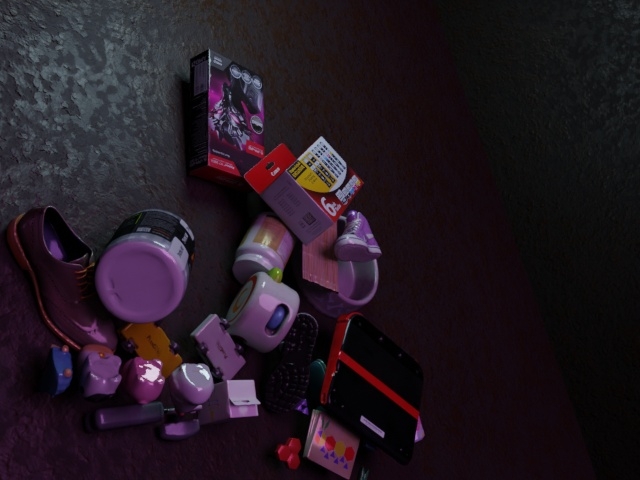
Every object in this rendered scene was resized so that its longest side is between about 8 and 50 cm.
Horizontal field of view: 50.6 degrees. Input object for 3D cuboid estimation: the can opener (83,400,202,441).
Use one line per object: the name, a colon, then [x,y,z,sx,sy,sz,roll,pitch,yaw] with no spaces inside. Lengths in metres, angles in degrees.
can opener: [-0.384,0.412,1.516,0.283,0.076,0.095,6,67,-48]

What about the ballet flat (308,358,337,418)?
ballet flat: [0.021,0.468,1.975,0.087,0.083,0.247,3,76,-49]

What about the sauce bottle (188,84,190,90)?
sauce bottle: [-0.354,-0.478,2.049,0.042,0.042,0.128,57,40,-13]

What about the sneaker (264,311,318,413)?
sneaker: [-0.072,0.338,1.876,0.107,0.124,0.283,20,88,-1]

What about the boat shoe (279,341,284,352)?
boat shoe: [-0.085,0.329,1.963,0.100,0.035,0.035,50,12,-15]

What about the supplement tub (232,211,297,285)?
supplement tub: [-0.159,0.030,1.932,0.144,0.144,0.200,47,42,-24]

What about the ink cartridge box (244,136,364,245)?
ink cartridge box: [-0.042,-0.177,2.004,0.272,0.130,0.309,47,32,-7]

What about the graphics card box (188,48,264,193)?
graphics card box: [-0.274,-0.348,1.999,0.233,0.094,0.371,16,65,-48]

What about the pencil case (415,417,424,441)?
pencil case: [0.245,0.526,2.190,0.124,0.113,0.273,-13,81,-34]

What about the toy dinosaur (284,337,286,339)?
toy dinosaur: [-0.109,0.246,1.969,0.090,0.047,0.082,-15,65,-42]

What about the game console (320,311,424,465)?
game console: [0.163,0.432,2.013,0.386,0.060,0.342,41,46,-26]

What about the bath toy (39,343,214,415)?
bath toy: [-0.402,0.299,1.436,0.348,0.129,0.151,15,31,-27]

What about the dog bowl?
dog bowl: [0.059,0.075,2.210,0.349,0.102,0.349,26,53,-41]

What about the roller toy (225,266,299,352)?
roller toy: [-0.151,0.195,1.798,0.146,0.209,0.191,33,36,-16]

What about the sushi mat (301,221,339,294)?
sushi mat: [0.000,0.000,2.079,0.151,0.019,0.316,23,53,-36]

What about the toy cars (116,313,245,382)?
toy cars: [-0.340,0.252,1.642,0.393,0.087,0.176,14,90,-49]

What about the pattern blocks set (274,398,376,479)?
pattern blocks set: [0.030,0.564,1.880,0.325,0.026,0.285,44,54,-24]

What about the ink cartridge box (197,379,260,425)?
ink cartridge box: [-0.224,0.396,1.661,0.092,0.143,0.090,11,63,-48]

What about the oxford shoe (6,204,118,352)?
oxford shoe: [-0.533,0.095,1.450,0.364,0.132,0.130,61,37,-12]

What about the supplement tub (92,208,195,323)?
supplement tub: [-0.385,0.042,1.526,0.193,0.193,0.316,53,7,-18]

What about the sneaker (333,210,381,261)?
sneaker: [0.094,-0.021,2.124,0.282,0.102,0.161,19,51,-69]
